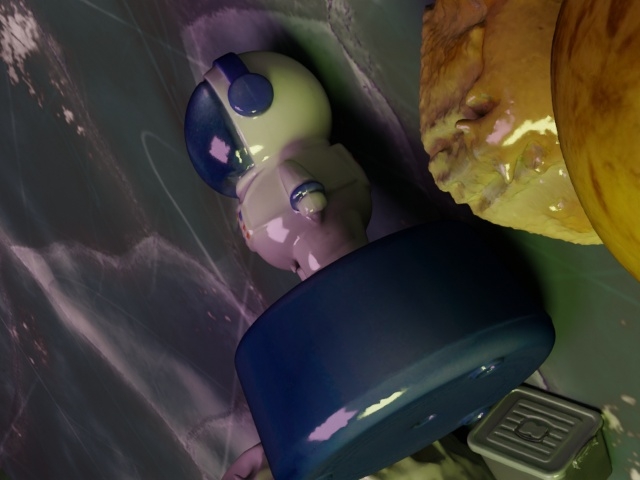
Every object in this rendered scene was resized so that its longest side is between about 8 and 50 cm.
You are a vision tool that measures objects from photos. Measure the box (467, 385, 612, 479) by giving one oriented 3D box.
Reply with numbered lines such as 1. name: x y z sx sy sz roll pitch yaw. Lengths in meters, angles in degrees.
1. box: 0.205 0.193 1.296 0.122 0.084 0.069 17 145 47

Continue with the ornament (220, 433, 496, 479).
1. ornament: 0.032 0.323 1.419 0.337 0.337 0.337 36 146 28

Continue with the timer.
1. timer: 0.000 0.000 1.253 0.384 0.270 0.270 60 154 18

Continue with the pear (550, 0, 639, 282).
1. pear: 0.244 -0.073 0.690 0.280 0.280 0.281 36 146 28

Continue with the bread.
1. bread: 0.146 -0.091 1.015 0.252 0.133 0.174 52 152 1
